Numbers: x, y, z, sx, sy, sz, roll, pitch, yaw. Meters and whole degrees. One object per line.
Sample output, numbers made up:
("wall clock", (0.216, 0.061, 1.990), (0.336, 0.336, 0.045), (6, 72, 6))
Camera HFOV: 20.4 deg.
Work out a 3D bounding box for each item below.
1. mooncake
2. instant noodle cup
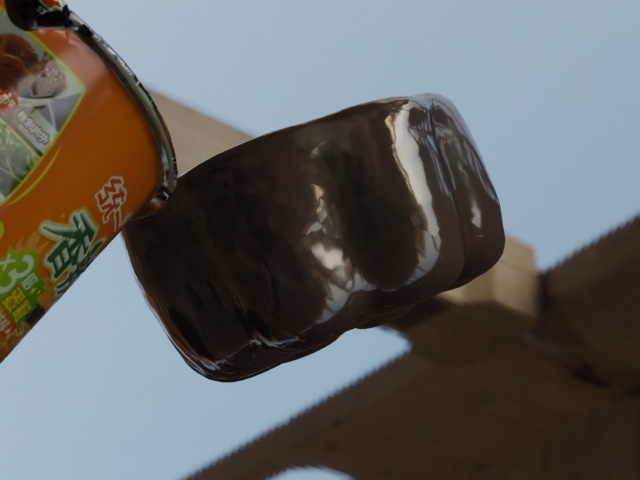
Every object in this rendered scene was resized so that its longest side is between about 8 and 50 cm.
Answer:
("mooncake", (0.000, 0.000, 1.344), (0.306, 0.306, 0.154), (-27, -95, 48))
("instant noodle cup", (-0.209, -0.019, 0.810), (0.230, 0.230, 0.182), (-11, -139, 55))
